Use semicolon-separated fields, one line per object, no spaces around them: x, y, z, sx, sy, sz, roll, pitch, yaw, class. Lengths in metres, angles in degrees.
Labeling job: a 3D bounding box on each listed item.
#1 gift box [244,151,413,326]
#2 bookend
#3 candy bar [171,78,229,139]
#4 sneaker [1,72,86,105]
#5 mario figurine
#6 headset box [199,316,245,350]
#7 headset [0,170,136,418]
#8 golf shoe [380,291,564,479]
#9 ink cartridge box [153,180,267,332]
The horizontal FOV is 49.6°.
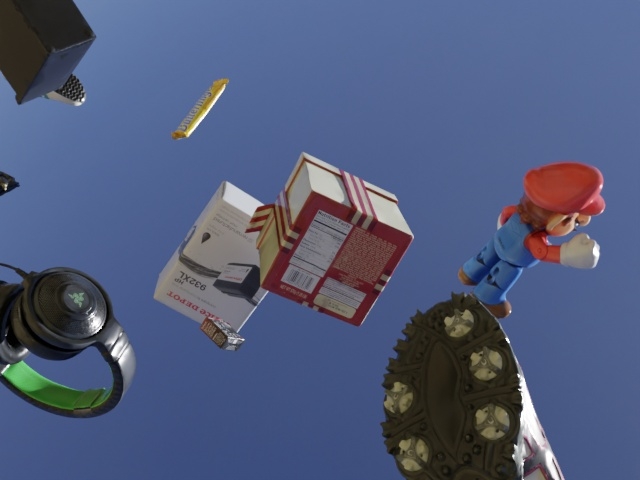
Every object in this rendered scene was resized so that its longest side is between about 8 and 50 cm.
0.000;0.000;1.393;0.276;0.255;0.258;-56;-162;19;gift box
-0.389;-0.285;0.905;0.072;0.156;0.157;-38;-171;-38;bookend
-0.213;-0.233;1.229;0.040;0.018;0.161;1;-132;37;candy bar
-0.520;-0.294;1.301;0.075;0.161;0.057;-40;-151;57;sneaker
0.395;0.000;1.234;0.198;0.170;0.320;48;-52;20;mario figurine
-0.209;0.194;1.456;0.083;0.062;0.032;36;-84;30;headset box
-0.427;0.097;1.053;0.244;0.394;0.185;-10;-148;22;headset
0.119;0.168;0.481;0.105;0.120;0.272;-27;-130;23;golf shoe
-0.222;0.052;1.660;0.307;0.223;0.129;-53;-163;18;ink cartridge box
